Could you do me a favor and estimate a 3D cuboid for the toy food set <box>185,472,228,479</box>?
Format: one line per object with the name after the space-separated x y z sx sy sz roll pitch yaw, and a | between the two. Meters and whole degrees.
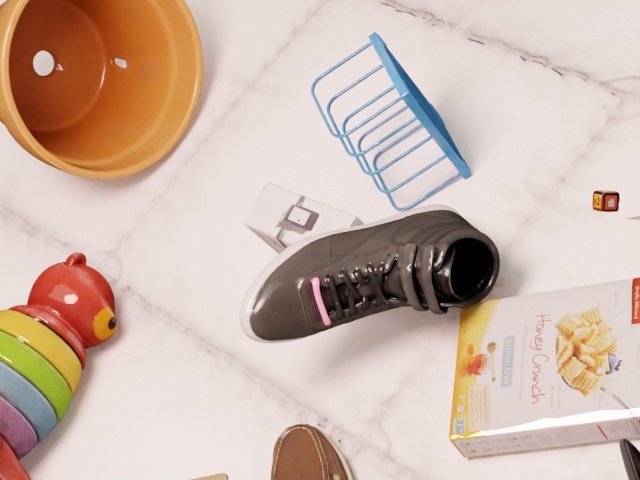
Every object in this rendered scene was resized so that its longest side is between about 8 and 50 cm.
-0.148 0.357 1.893 0.132 0.038 0.192 -13 56 32 | toy food set

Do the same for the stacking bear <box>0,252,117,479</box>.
-0.353 0.148 2.100 0.164 0.175 0.289 17 57 31 | stacking bear

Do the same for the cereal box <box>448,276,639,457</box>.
0.257 0.130 1.800 0.240 0.047 0.173 -11 50 25 | cereal box

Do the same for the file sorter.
0.080 -0.133 2.027 0.104 0.170 0.118 -33 46 9 | file sorter

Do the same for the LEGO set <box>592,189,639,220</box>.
0.407 -0.043 1.757 0.244 0.182 0.060 7 99 38 | LEGO set

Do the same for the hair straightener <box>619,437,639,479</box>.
0.316 0.291 1.656 0.089 0.047 0.230 -27 51 28 | hair straightener

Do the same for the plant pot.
-0.330 -0.232 2.304 0.203 0.291 0.291 9 61 56 | plant pot

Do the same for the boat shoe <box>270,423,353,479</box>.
-0.014 0.290 1.813 0.095 0.095 0.257 -25 47 14 | boat shoe

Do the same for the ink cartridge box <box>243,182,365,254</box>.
0.000 0.000 2.015 0.150 0.109 0.063 22 77 41 | ink cartridge box

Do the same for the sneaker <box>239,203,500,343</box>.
0.062 0.042 1.868 0.295 0.105 0.147 -22 19 -20 | sneaker
